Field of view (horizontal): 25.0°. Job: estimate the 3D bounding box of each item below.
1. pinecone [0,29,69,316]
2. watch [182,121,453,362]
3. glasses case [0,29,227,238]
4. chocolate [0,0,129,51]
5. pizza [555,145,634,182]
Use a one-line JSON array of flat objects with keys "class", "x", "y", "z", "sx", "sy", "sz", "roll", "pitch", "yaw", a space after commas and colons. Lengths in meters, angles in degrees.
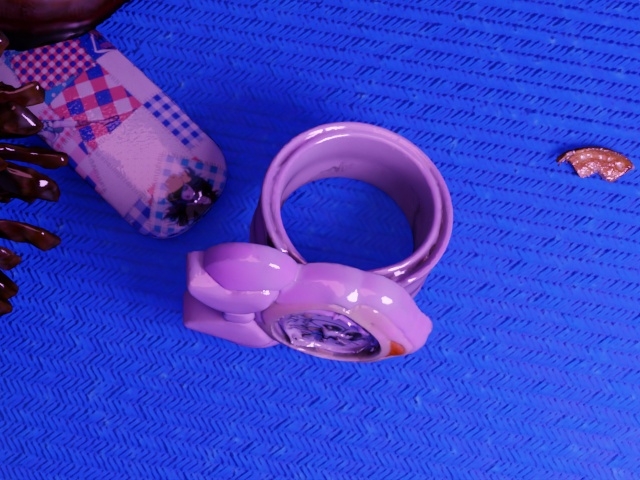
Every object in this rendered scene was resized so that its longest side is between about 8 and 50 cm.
[{"class": "pinecone", "x": -0.419, "y": -0.057, "z": 1.359, "sx": 0.398, "sy": 0.398, "sz": 0.397, "roll": 0, "pitch": 82, "yaw": 3}, {"class": "watch", "x": 0.000, "y": 0.000, "z": 1.446, "sx": 0.249, "sy": 0.211, "sz": 0.217, "roll": 13, "pitch": 65, "yaw": -3}, {"class": "glasses case", "x": -0.236, "y": -0.138, "z": 1.513, "sx": 0.327, "sy": 0.076, "sz": 0.125, "roll": 44, "pitch": 83, "yaw": 8}, {"class": "chocolate", "x": -0.305, "y": -0.357, "z": 1.458, "sx": 0.284, "sy": 0.186, "sz": 0.283, "roll": 0, "pitch": 63, "yaw": 1}, {"class": "pizza", "x": 0.287, "y": -0.080, "z": 1.508, "sx": 0.083, "sy": 0.016, "sz": 0.037, "roll": 5, "pitch": 81, "yaw": 0}]
